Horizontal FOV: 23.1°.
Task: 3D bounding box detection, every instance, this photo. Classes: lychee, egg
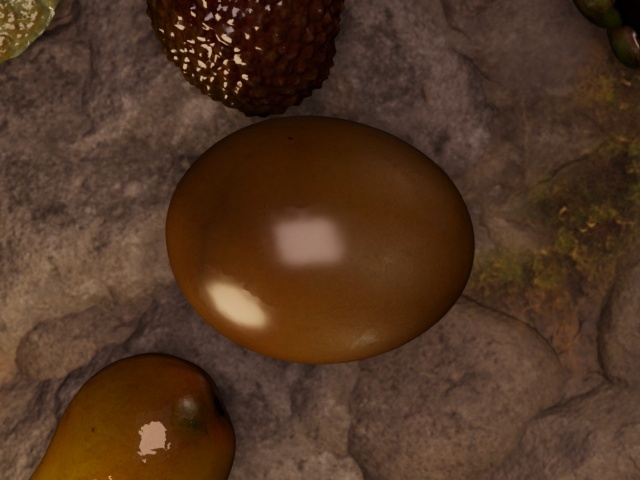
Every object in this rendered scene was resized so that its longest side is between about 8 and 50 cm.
[{"bbox_3d":[-0.083,-0.273,1.786,0.236,0.236,0.271,-8,113,1],"label":"lychee"},{"bbox_3d":[0.000,0.000,1.778,0.351,0.282,0.282,5,96,-10],"label":"egg"}]

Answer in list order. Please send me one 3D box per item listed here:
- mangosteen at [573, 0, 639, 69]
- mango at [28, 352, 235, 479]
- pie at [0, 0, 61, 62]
[{"bbox_3d":[0.430,-0.331,1.737,0.330,0.330,0.330,0,96,1],"label":"mangosteen"},{"bbox_3d":[-0.233,0.278,1.866,0.211,0.173,0.317,40,101,-3],"label":"mango"},{"bbox_3d":[-0.427,-0.329,1.842,0.257,0.105,0.274,35,95,-12],"label":"pie"}]
